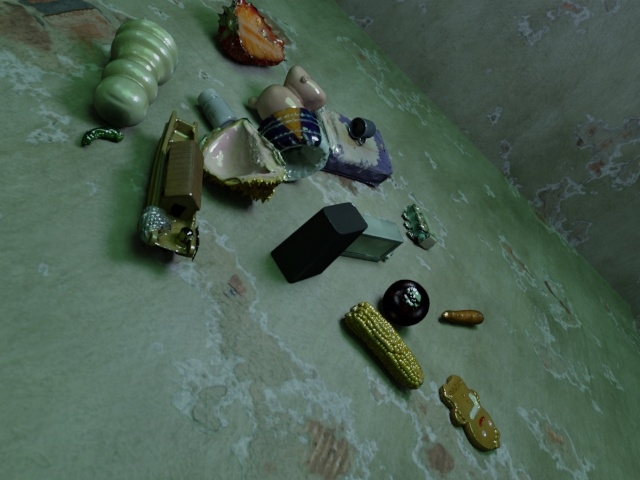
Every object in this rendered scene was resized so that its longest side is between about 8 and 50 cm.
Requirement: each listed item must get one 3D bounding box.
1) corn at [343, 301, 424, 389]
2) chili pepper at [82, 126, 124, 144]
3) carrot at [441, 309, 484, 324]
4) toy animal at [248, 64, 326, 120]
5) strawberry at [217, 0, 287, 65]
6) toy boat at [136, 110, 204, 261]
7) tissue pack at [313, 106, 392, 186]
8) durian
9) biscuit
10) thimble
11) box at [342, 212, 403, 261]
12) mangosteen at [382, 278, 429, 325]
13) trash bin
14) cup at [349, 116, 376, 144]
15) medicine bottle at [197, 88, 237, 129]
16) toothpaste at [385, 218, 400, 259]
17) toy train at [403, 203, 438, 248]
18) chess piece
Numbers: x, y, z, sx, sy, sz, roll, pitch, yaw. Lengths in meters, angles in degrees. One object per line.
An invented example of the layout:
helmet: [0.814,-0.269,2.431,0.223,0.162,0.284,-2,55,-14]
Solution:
corn: [0.185,0.298,1.410,0.291,0.101,0.101,51,34,3]
chili pepper: [-0.544,-0.263,1.235,0.055,0.035,0.118,36,28,13]
carrot: [0.511,0.277,1.816,0.248,0.059,0.059,10,49,-39]
toy animal: [-0.096,-0.492,1.778,0.210,0.221,0.230,49,33,9]
strawberry: [-0.287,-0.791,1.946,0.280,0.150,0.253,-21,93,-56]
toy boat: [-0.353,-0.151,1.217,0.136,0.162,0.445,20,43,-30]
tissue pack: [0.108,-0.364,1.948,0.344,0.125,0.242,10,56,-39]
durian: [-0.251,-0.222,1.420,0.196,0.185,0.305,-16,63,-32]
biscuit: [0.462,0.532,1.527,0.184,0.035,0.248,-18,70,-53]
thimble: [-0.086,-0.301,1.601,0.237,0.237,0.150,10,53,-42]
box: [0.146,-0.007,1.639,0.225,0.129,0.086,11,48,-41]
mangosteen: [0.267,0.199,1.572,0.153,0.152,0.152,28,39,-26]
trash bin: [0.000,0.000,1.390,0.165,0.225,0.115,-14,66,-52]
cup: [0.160,-0.410,1.884,0.077,0.078,0.100,-6,99,-51]
medicine bottle: [-0.326,-0.407,1.572,0.080,0.080,0.130,-17,69,-53]
toothpaste: [0.257,-0.003,1.842,0.067,0.037,0.255,41,31,-9]
toy train: [0.402,-0.061,2.021,0.125,0.081,0.193,35,32,-35]
chess piece: [-0.506,-0.434,1.349,0.182,0.182,0.330,27,45,-27]
